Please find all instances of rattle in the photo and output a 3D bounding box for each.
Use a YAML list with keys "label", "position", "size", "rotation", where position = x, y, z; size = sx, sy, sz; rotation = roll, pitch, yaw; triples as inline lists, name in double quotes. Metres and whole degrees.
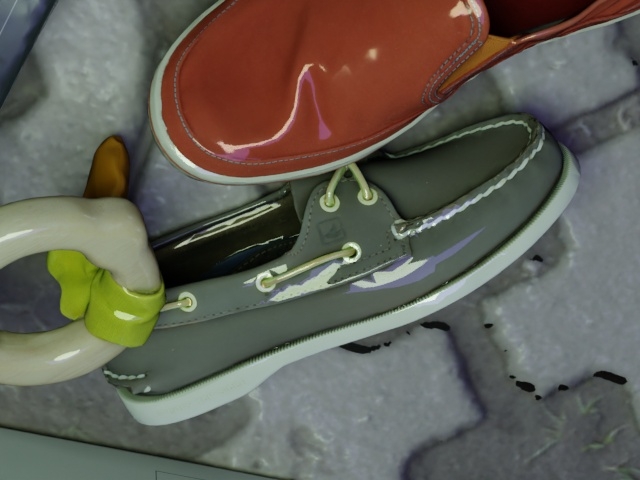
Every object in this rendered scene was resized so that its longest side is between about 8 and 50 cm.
- label: "rattle"
  position: [-0.193, 0.007, 0.958]
  size: [0.199, 0.143, 0.130]
  rotation: [-16, 153, -4]

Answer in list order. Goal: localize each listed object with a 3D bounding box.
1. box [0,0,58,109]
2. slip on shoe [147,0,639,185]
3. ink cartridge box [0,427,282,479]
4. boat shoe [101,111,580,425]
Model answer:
- label: "box"
  position: [-0.275, -0.083, 0.959]
  size: [0.184, 0.103, 0.261]
  rotation: [25, 108, -20]
- label: "slip on shoe"
  position: [0.058, -0.129, 0.960]
  size: [0.331, 0.101, 0.123]
  rotation: [-23, 84, 0]
- label: "ink cartridge box"
  position: [-0.189, 0.266, 1.100]
  size: [0.309, 0.130, 0.272]
  rotation: [12, 112, -12]
- label: "boat shoe"
  position: [0.000, 0.002, 1.023]
  size: [0.305, 0.109, 0.091]
  rotation: [-27, 118, 9]
